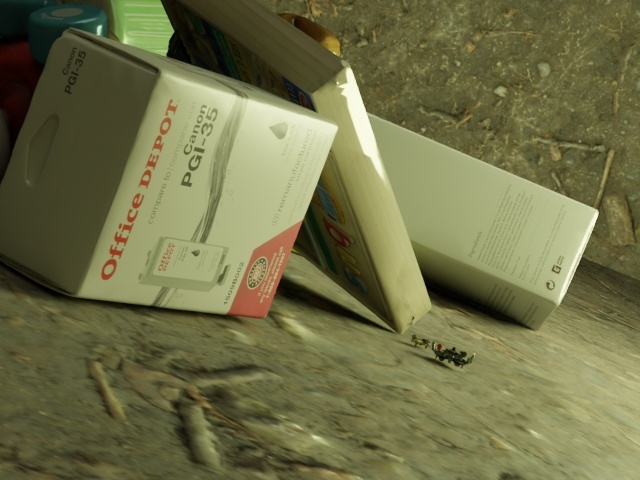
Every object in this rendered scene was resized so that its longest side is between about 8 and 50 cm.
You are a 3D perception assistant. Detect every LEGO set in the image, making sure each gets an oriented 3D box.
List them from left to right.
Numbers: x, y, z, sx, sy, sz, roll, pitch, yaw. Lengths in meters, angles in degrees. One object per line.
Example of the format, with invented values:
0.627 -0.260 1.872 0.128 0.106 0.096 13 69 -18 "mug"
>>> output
0.132 0.123 1.754 0.054 0.023 0.083 22 -6 -26 "LEGO set"

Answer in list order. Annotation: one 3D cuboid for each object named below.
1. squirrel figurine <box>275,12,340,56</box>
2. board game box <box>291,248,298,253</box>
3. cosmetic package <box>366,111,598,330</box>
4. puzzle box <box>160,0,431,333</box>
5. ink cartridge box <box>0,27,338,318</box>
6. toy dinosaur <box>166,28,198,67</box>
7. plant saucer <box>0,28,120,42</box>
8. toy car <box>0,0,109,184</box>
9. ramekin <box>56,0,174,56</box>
-0.227 -0.234 2.306 0.371 0.281 0.397 1 32 -32 "squirrel figurine"
0.000 0.000 2.137 0.181 0.043 0.092 21 7 -11 "board game box"
0.173 -0.026 2.249 0.366 0.155 0.197 25 -12 4 "cosmetic package"
-0.024 -0.094 1.746 0.272 0.052 0.409 38 -19 37 "puzzle box"
-0.133 -0.049 1.437 0.117 0.207 0.283 26 8 31 "ink cartridge box"
-0.203 -0.087 1.711 0.322 0.218 0.164 62 -4 21 "toy dinosaur"
-0.360 -0.196 1.815 0.278 0.041 0.278 -16 -8 -2 "plant saucer"
-0.323 -0.103 1.507 0.238 0.219 0.210 -16 29 -30 "toy car"
-0.327 -0.255 2.040 0.303 0.303 0.148 25 15 21 "ramekin"
